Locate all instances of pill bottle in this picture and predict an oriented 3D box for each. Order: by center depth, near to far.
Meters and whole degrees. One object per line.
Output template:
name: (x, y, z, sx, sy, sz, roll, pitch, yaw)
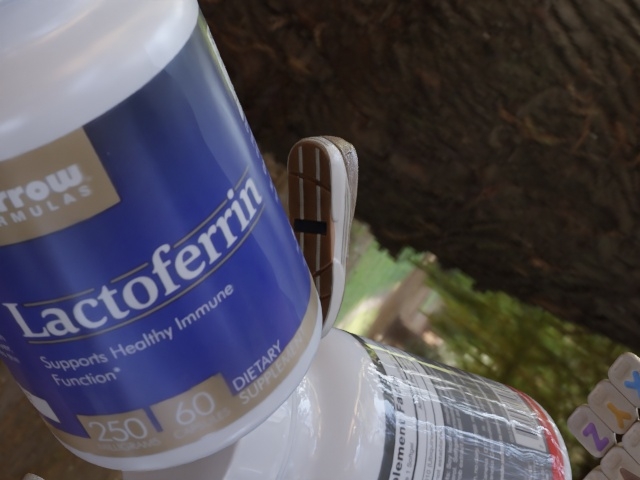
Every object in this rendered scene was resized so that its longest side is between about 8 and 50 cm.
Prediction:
pill bottle: (-0.107, -0.035, 0.463, 0.153, 0.153, 0.265, -50, 133, -33)
pill bottle: (0.028, 0.190, 0.892, 0.210, 0.362, 0.210, -28, -128, 42)

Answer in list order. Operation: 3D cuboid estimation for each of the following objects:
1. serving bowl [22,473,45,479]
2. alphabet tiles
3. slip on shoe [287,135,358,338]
serving bowl: (-0.396, 0.369, 1.480, 0.027, 0.083, 0.083, -53, 173, -35)
alphabet tiles: (0.446, 0.289, 1.324, 0.021, 0.278, 0.284, -20, 148, -40)
slip on shoe: (0.000, 0.000, 0.668, 0.041, 0.051, 0.136, -15, 110, -55)
